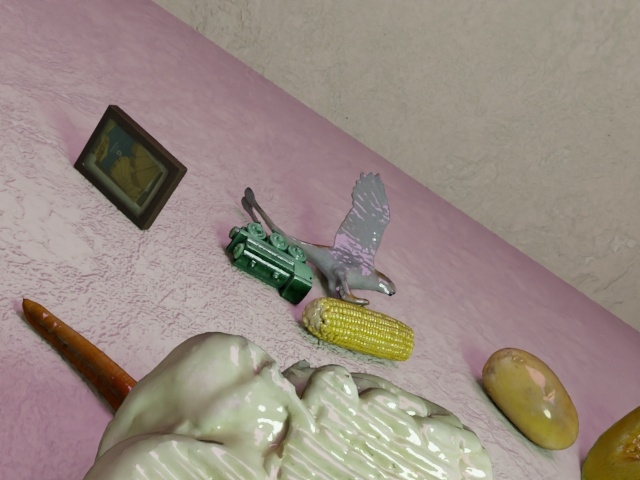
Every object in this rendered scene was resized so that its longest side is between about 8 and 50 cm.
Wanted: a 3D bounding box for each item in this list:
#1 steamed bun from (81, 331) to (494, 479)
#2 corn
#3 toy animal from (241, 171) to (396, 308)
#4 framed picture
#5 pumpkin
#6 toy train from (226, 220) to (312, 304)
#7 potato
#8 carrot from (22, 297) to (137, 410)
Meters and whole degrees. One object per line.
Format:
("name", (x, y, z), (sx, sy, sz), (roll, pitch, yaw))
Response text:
("steamed bun", (-0.043, 0.257, 0.585), (0.339, 0.247, 0.352), (27, 49, -12))
("corn", (0.074, 0.159, 1.260), (0.248, 0.081, 0.081), (22, 24, -38))
("toy animal", (0.008, 0.017, 1.417), (0.284, 0.225, 0.302), (4, 45, -26))
("framed picture", (-0.310, -0.118, 1.145), (0.168, 0.128, 0.023), (42, 19, 12))
("pumpkin", (0.698, 0.457, 1.367), (0.199, 0.332, 0.332), (52, 20, 4))
("toy train", (-0.091, 0.036, 1.277), (0.170, 0.071, 0.111), (30, 27, -20))
("potato", (0.436, 0.324, 1.456), (0.150, 0.146, 0.234), (-27, 63, -36))
("carrot", (-0.270, 0.128, 0.796), (0.190, 0.037, 0.037), (38, 18, 12))
